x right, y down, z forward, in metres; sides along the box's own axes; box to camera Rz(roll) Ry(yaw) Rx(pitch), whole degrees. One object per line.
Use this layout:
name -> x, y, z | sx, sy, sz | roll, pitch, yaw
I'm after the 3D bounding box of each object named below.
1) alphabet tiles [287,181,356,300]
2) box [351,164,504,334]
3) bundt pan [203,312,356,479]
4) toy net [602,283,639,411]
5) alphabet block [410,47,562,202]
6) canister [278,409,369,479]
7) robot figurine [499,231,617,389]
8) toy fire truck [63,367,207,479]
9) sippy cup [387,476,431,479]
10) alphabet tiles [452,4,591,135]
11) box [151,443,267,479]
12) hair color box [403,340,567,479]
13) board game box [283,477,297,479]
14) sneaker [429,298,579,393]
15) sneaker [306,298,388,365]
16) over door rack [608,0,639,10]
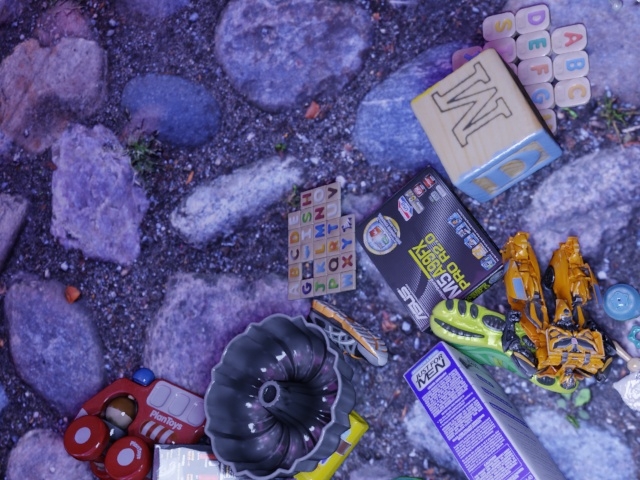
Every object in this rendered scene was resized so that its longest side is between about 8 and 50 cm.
alphabet tiles -> 0.000, 0.000, 1.955 | 0.198, 0.009, 0.237 | -14, 72, 44
box -> 0.220, 0.017, 1.846 | 0.216, 0.060, 0.270 | -40, 64, 13
bundt pan -> -0.068, 0.317, 1.814 | 0.331, 0.124, 0.330 | -16, 60, 29
toy net -> 0.574, 0.186, 1.637 | 0.122, 0.045, 0.232 | -9, 76, 23
alphabet block -> 0.318, -0.214, 1.757 | 0.193, 0.192, 0.197 | -32, 69, 17
canister -> 0.003, 0.404, 1.857 | 0.126, 0.073, 0.170 | 39, 95, 30
robot figurine -> 0.415, 0.124, 1.631 | 0.211, 0.085, 0.291 | 4, 53, -11
toy fire truck -> -0.399, 0.416, 2.028 | 0.302, 0.169, 0.254 | 19, 63, 29
sippy cup -> 0.127, 0.551, 1.673 | 0.305, 0.224, 0.240 | -43, 62, 12
alphabet tiles -> 0.400, -0.334, 1.860 | 0.278, 0.021, 0.284 | -6, 75, 25
box -> -0.226, 0.568, 1.856 | 0.242, 0.076, 0.307 | 4, 77, -12
hair color box -> 0.301, 0.350, 1.607 | 0.110, 0.185, 0.339 | -43, 46, 13
board game box -> -0.050, 0.634, 1.698 | 0.208, 0.056, 0.346 | 123, 139, -58
sneaker -> 0.347, 0.190, 1.716 | 0.296, 0.123, 0.109 | 25, 82, 11
sneaker -> 0.051, 0.203, 1.881 | 0.215, 0.084, 0.083 | 34, 97, 38
over door rack -> 0.660, -0.535, 1.739 | 0.324, 0.108, 0.239 | 30, 93, 15
